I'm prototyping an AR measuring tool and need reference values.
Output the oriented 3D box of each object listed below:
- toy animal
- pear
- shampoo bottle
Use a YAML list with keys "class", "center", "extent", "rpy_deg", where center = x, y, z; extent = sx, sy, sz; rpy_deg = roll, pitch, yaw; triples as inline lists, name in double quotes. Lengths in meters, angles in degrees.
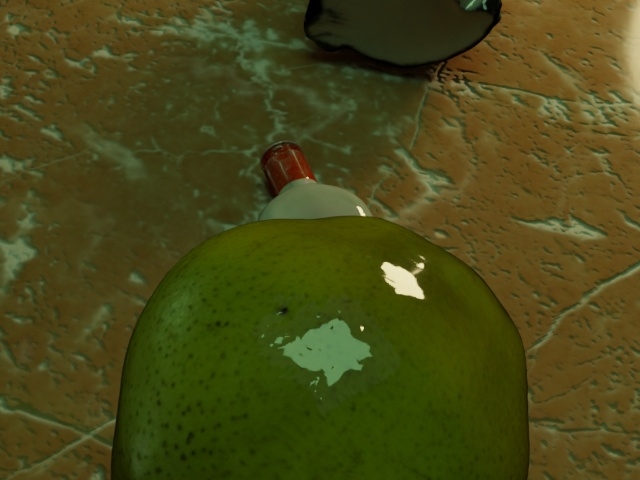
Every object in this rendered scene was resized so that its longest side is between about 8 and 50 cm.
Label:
- class: "toy animal"
  center: [0.110, -0.316, 1.285]
  extent: [0.212, 0.213, 0.267]
  rpy_deg: [16, 55, 10]
- class: "pear"
  center: [-0.001, 0.125, 0.830]
  extent: [0.294, 0.294, 0.294]
  rpy_deg: [2, 47, -3]
- class: "shampoo bottle"
  center: [0.000, 0.000, 1.087]
  extent: [0.108, 0.051, 0.221]
  rpy_deg: [-14, 51, -14]
